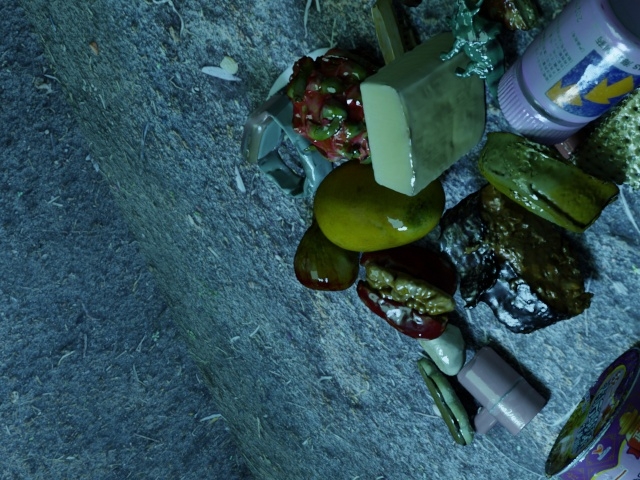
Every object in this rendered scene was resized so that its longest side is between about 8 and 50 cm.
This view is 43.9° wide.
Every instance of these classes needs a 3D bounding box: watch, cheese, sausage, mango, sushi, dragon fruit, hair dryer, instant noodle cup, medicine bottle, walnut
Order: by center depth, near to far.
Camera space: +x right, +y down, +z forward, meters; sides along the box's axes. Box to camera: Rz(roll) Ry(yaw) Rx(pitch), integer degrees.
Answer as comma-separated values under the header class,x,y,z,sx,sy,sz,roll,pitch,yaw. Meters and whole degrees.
class,x,y,z,sx,sy,sz,roll,pitch,yaw
medicine bottle,0.445,-0.301,1.332,0.178,0.178,0.290,51,148,6
sausage,0.461,-0.211,1.510,0.154,0.062,0.062,53,149,1
cheese,0.215,-0.260,1.598,0.124,0.265,0.242,24,138,37
instant noodle cup,0.668,0.431,1.640,0.266,0.340,0.340,36,146,10
sushi,0.404,0.044,1.684,0.348,0.234,0.207,51,148,-3
dragon fruit,0.052,-0.310,1.814,0.302,0.231,0.237,52,162,23
mango,0.143,-0.086,1.862,0.378,0.264,0.221,12,129,58
walnut,0.211,0.121,1.988,0.269,0.244,0.221,21,95,13
hair dryer,0.448,0.437,2.124,0.210,0.125,0.352,44,154,18
watch,-0.080,-0.237,2.145,0.241,0.162,0.253,38,147,13

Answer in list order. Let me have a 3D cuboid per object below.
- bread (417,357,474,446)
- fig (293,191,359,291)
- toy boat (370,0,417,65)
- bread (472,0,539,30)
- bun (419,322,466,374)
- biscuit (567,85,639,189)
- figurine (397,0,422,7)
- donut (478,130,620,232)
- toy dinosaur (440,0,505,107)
class,x,y,z,sx,sy,sz,roll,pitch,yaw
bread,0.364,0.468,2.242,0.286,0.056,0.207,62,175,-16
fig,0.023,0.004,2.279,0.191,0.191,0.290,-10,72,56
toy boat,0.167,-0.427,1.691,0.064,0.072,0.206,13,121,68
bread,0.326,-0.441,1.480,0.154,0.054,0.136,56,154,-5
bun,0.329,0.269,2.112,0.183,0.102,0.183,50,174,7
biscuit,0.556,-0.168,1.415,0.144,0.016,0.203,36,136,4
figurine,0.251,-0.528,1.365,0.206,0.218,0.365,31,157,3
donut,0.413,-0.107,1.495,0.272,0.107,0.272,28,-178,-1
toy dinosaur,0.298,-0.345,1.514,0.120,0.079,0.292,8,142,28
